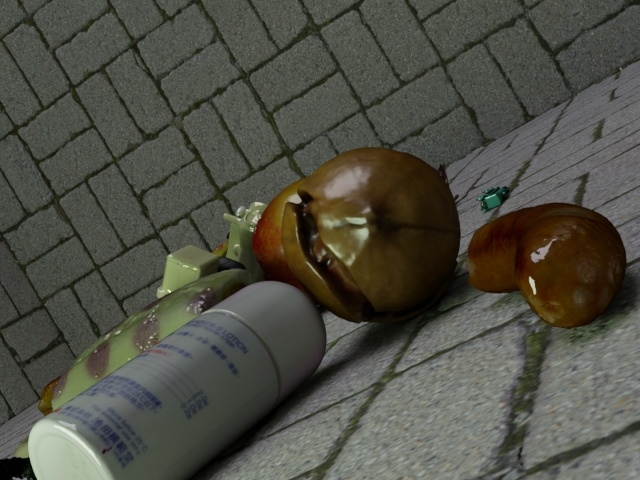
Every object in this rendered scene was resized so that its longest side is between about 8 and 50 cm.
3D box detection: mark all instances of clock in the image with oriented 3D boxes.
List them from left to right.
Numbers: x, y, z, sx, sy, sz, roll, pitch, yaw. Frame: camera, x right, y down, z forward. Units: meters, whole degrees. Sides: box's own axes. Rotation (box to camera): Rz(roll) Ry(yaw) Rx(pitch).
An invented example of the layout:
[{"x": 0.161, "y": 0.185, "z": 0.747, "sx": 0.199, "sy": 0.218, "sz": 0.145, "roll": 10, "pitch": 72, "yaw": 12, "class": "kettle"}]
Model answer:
[{"x": -0.168, "y": 0.083, "z": 1.757, "sx": 0.379, "sy": 0.120, "sz": 0.276, "roll": -40, "pitch": -33, "yaw": -61, "class": "clock"}]

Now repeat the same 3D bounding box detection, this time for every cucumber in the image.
[{"x": -0.421, "y": 0.338, "z": 1.356, "sx": 0.081, "sy": 0.072, "sz": 0.303, "roll": -30, "pitch": 3, "yaw": -33, "class": "cucumber"}]

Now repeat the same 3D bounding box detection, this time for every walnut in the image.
[{"x": 0.067, "y": -0.008, "z": 1.156, "sx": 0.209, "sy": 0.208, "sz": 0.336, "roll": -30, "pitch": 0, "yaw": 10, "class": "walnut"}]

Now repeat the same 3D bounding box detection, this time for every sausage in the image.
[{"x": 0.186, "y": 0.014, "z": 0.807, "sx": 0.103, "sy": 0.076, "sz": 0.302, "roll": -38, "pitch": 2, "yaw": 0, "class": "sausage"}]

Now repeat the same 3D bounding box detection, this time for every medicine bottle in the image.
[{"x": -0.122, "y": 0.151, "z": 0.995, "sx": 0.130, "sy": 0.130, "sz": 0.341, "roll": -27, "pitch": 5, "yaw": 45, "class": "medicine bottle"}]

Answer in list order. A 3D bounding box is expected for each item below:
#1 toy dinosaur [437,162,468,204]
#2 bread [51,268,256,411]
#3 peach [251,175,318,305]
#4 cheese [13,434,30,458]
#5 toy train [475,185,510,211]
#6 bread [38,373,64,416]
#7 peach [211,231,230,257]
[{"x": 0.189, "y": -0.073, "z": 1.909, "sx": 0.327, "sy": 0.112, "sz": 0.207, "roll": -30, "pitch": 2, "yaw": -33, "class": "toy dinosaur"}, {"x": -0.243, "y": 0.177, "z": 1.499, "sx": 0.338, "sy": 0.155, "sz": 0.187, "roll": -28, "pitch": 8, "yaw": 29, "class": "bread"}, {"x": 0.000, "y": 0.000, "z": 1.643, "sx": 0.231, "sy": 0.231, "sz": 0.231, "roll": -30, "pitch": 3, "yaw": 2, "class": "peach"}, {"x": -0.449, "y": 0.345, "z": 1.607, "sx": 0.137, "sy": 0.064, "sz": 0.227, "roll": -32, "pitch": 4, "yaw": 0, "class": "cheese"}, {"x": 0.297, "y": -0.075, "z": 1.676, "sx": 0.045, "sy": 0.029, "sz": 0.092, "roll": -20, "pitch": 7, "yaw": 30, "class": "toy train"}, {"x": -0.439, "y": 0.282, "z": 2.150, "sx": 0.185, "sy": 0.109, "sz": 0.380, "roll": -29, "pitch": 2, "yaw": 37, "class": "bread"}, {"x": -0.217, "y": 0.135, "z": 1.998, "sx": 0.159, "sy": 0.154, "sz": 0.267, "roll": -36, "pitch": 18, "yaw": 50, "class": "peach"}]
